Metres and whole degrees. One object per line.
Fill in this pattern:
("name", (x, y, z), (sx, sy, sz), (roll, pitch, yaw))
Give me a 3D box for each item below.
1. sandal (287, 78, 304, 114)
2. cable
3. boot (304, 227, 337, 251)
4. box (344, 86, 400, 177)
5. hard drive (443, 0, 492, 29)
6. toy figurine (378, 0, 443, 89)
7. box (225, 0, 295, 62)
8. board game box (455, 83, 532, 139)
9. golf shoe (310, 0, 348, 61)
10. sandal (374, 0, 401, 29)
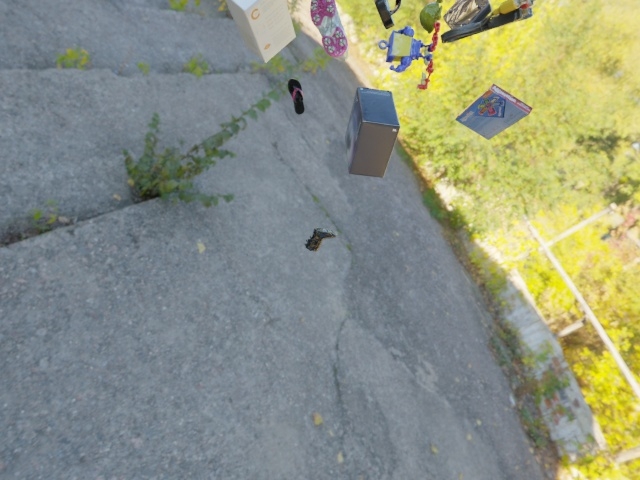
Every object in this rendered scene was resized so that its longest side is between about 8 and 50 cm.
("sandal", (-0.110, -0.701, 2.233), (0.040, 0.067, 0.179), (49, -22, 55))
("cable", (0.501, -0.659, 1.356), (0.140, 0.287, 0.072), (-25, 108, -41))
("boot", (0.001, 0.000, 1.892), (0.121, 0.099, 0.045), (9, 29, -35))
("box", (0.231, -0.503, 2.131), (0.183, 0.296, 0.294), (5, 46, -8))
("hard drive", (0.615, -0.952, 1.915), (0.054, 0.172, 0.254), (28, 33, -26))
("toy figurine", (0.338, -0.785, 1.778), (0.191, 0.217, 0.362), (45, 52, -86))
("box", (-0.277, -1.052, 2.146), (0.168, 0.215, 0.345), (45, -7, 18))
("board game box", (0.564, -0.418, 1.519), (0.145, 0.027, 0.281), (30, -6, -2))
("golf shoe", (0.041, -0.872, 1.882), (0.140, 0.115, 0.306), (7, 67, -73))
("sandal", (0.291, -1.030, 1.947), (0.167, 0.107, 0.445), (52, 27, -39))
